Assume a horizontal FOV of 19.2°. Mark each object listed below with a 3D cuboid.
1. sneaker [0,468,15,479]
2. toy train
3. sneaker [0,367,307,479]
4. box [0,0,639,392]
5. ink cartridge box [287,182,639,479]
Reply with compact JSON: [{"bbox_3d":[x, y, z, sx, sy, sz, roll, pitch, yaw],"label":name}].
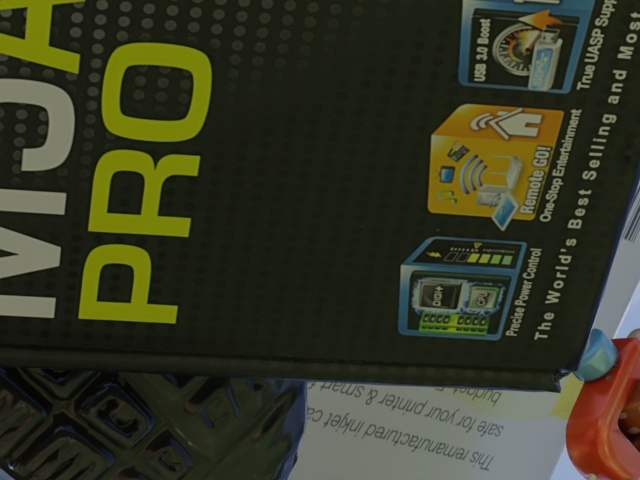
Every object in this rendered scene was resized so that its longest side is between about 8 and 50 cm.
[{"bbox_3d":[-0.113,0.200,0.534,0.169,0.292,0.108,-39,-44,22],"label":"sneaker"},{"bbox_3d":[0.139,0.116,0.709,0.046,0.125,0.166,-8,-50,47],"label":"toy train"},{"bbox_3d":[-0.107,-0.037,0.488,0.286,0.109,0.130,50,-20,12],"label":"sneaker"},{"bbox_3d":[-0.037,-0.098,0.293,0.216,0.060,0.270,4,-54,-12],"label":"box"},{"bbox_3d":[0.000,0.000,0.872,0.160,0.279,0.385,27,-85,47],"label":"ink cartridge box"}]
